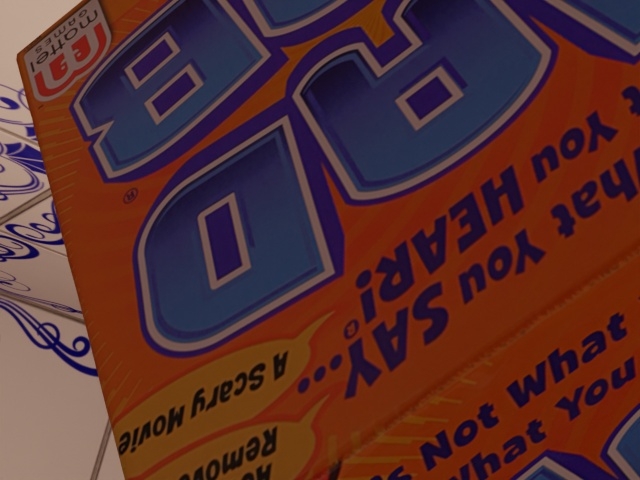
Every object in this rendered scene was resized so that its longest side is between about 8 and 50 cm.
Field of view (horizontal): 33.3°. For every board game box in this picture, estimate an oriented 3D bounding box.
[{"bbox_3d":[0.117,-0.007,0.560,0.356,0.356,0.356,-37,133,8],"label":"board game box"}]
